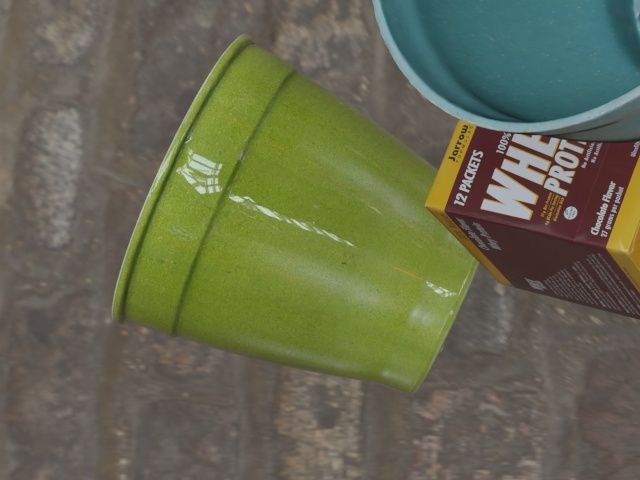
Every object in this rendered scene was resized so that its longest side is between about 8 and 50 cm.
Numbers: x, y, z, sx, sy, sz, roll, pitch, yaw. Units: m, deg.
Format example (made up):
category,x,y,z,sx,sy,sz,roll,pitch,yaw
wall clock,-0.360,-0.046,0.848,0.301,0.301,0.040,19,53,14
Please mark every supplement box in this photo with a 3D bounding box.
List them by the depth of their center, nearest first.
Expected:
category,x,y,z,sx,sy,sz,roll,pitch,yaw
supplement box,0.232,-0.031,1.348,0.194,0.191,0.129,14,75,33

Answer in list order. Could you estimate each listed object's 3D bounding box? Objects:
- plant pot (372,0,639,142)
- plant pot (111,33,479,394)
category,x,y,z,sx,sy,sz,roll,pitch,yaw
plant pot,0.199,-0.186,0.877,0.293,0.196,0.293,-14,71,45
plant pot,0.000,0.000,1.743,0.353,0.366,0.366,24,89,2
